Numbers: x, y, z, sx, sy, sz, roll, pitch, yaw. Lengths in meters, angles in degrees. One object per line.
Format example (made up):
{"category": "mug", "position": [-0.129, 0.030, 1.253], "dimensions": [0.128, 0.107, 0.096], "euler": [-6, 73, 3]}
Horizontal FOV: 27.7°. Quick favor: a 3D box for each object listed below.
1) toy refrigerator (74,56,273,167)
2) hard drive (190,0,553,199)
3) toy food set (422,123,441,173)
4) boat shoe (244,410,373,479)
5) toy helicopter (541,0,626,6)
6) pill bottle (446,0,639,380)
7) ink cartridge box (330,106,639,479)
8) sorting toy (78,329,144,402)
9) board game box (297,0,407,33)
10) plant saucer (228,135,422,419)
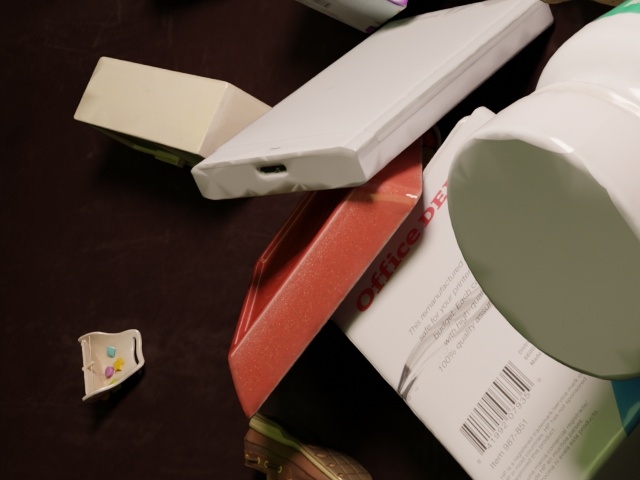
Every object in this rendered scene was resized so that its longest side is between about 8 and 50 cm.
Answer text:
{"category": "toy refrigerator", "position": [-0.165, -0.136, 1.494], "dimensions": [0.269, 0.102, 0.094], "euler": [18, 83, 48]}
{"category": "hard drive", "position": [0.051, -0.133, 1.180], "dimensions": [0.203, 0.040, 0.307], "euler": [-3, 29, 45]}
{"category": "toy food set", "position": [0.083, -0.085, 1.275], "dimensions": [0.083, 0.020, 0.083], "euler": [-15, 60, 40]}
{"category": "boat shoe", "position": [-0.015, 0.212, 1.193], "dimensions": [0.178, 0.064, 0.060], "euler": [21, 90, 55]}
{"category": "toy helicopter", "position": [0.233, -0.298, 1.140], "dimensions": [0.355, 0.140, 0.235], "euler": [20, 62, 37]}
{"category": "pill bottle", "position": [0.266, -0.078, 0.823], "dimensions": [0.361, 0.204, 0.204], "euler": [-34, 33, -27]}
{"category": "ink cartridge box", "position": [0.178, 0.069, 1.016], "dimensions": [0.223, 0.129, 0.307], "euler": [-55, 41, 11]}
{"category": "sorting toy", "position": [-0.231, 0.137, 1.466], "dimensions": [0.075, 0.045, 0.083], "euler": [-30, 50, 22]}
{"category": "board game box", "position": [0.054, -0.377, 1.330], "dimensions": [0.142, 0.144, 0.275], "euler": [171, 120, -76]}
{"category": "plant saucer", "position": [0.000, 0.000, 1.179], "dimensions": [0.259, 0.048, 0.258], "euler": [-53, 10, 21]}
